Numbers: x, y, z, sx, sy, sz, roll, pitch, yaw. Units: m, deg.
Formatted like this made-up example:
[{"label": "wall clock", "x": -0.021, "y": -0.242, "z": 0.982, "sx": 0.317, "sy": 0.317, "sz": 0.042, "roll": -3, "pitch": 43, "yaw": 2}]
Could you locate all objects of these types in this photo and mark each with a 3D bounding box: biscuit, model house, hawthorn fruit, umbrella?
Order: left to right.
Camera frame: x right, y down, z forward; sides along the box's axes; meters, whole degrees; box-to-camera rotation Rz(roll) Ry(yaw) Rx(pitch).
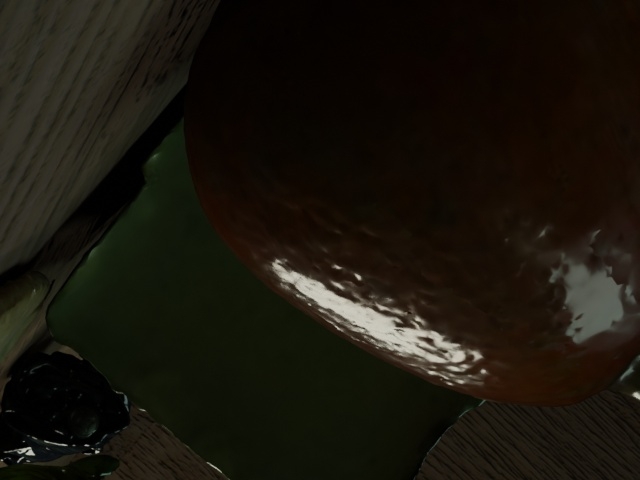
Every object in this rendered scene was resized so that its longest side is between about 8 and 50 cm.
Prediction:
[{"label": "biscuit", "x": -0.169, "y": 0.069, "z": 0.848, "sx": 0.152, "sy": 0.020, "sz": 0.152, "roll": -48, "pitch": 180, "yaw": 0}, {"label": "umbrella", "x": -0.170, "y": 0.111, "z": 1.252, "sx": 0.224, "sy": 0.080, "sz": 0.071, "roll": 139, "pitch": -31, "yaw": -71}, {"label": "model house", "x": 0.000, "y": 0.000, "z": 0.952, "sx": 0.214, "sy": 0.195, "sz": 0.189, "roll": -52, "pitch": -171, "yaw": 5}, {"label": "hawthorn fruit", "x": 0.064, "y": -0.023, "z": 0.744, "sx": 0.199, "sy": 0.251, "sz": 0.199, "roll": -36, "pitch": -172, "yaw": 6}]

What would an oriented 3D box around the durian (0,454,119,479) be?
[{"label": "durian", "x": -0.197, "y": 0.176, "z": 0.972, "sx": 0.375, "sy": 0.132, "sz": 0.107, "roll": -42, "pitch": 132, "yaw": -62}]
